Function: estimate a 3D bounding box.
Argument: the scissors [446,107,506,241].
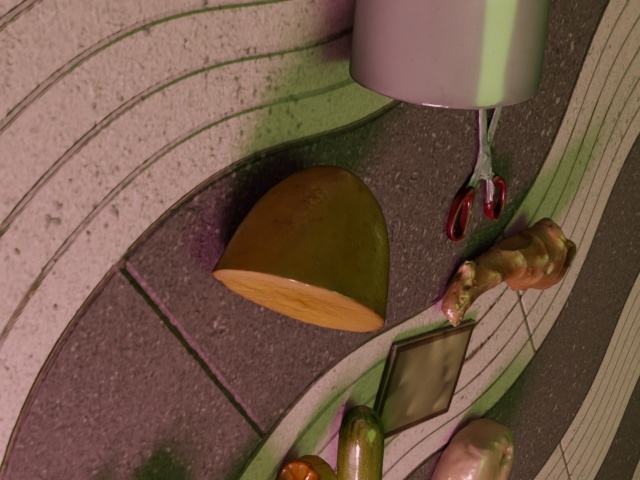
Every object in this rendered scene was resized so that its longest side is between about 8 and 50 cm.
[{"bbox_3d":[0.232,-0.126,1.379,0.144,0.017,0.248,-26,129,-43],"label":"scissors"}]

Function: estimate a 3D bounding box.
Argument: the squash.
[{"bbox_3d":[0.054,0.336,1.388,0.069,0.069,0.239,-26,130,-42],"label":"squash"}]

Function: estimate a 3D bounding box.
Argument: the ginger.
[{"bbox_3d":[0.289,0.052,1.518,0.294,0.086,0.131,-23,138,-34],"label":"ginger"}]

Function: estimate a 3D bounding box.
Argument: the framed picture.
[{"bbox_3d":[0.157,0.214,1.497,0.231,0.010,0.173,-6,116,-51],"label":"framed picture"}]

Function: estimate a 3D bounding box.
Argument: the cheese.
[{"bbox_3d":[0.255,0.438,1.702,0.159,0.093,0.263,3,108,-55],"label":"cheese"}]

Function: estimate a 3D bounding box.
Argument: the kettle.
[{"bbox_3d":[0.157,-0.321,0.992,0.265,0.205,0.318,-24,127,-40],"label":"kettle"}]

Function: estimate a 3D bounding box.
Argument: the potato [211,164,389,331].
[{"bbox_3d":[0.000,0.000,1.037,0.203,0.178,0.158,29,70,-32],"label":"potato"}]

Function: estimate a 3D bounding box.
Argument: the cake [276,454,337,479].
[{"bbox_3d":[-0.017,0.323,1.275,0.044,0.084,0.084,3,108,-51],"label":"cake"}]
